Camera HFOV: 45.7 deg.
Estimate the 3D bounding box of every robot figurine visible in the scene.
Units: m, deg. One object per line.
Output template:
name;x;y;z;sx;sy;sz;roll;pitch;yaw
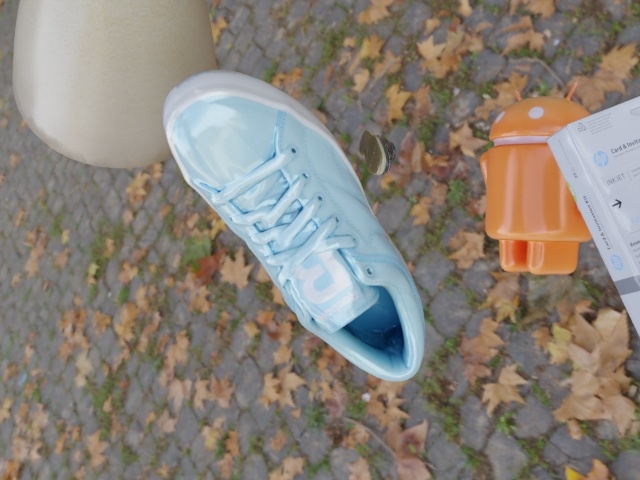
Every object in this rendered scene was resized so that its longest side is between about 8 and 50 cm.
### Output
robot figurine;0.257;-0.071;0.890;0.128;0.158;0.220;2;92;6

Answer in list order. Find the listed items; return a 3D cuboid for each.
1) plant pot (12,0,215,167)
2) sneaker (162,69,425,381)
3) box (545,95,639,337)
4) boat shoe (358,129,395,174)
plant pot;-0.233;-0.259;0.867;0.274;0.256;0.257;119;155;-63
sneaker;0.000;0.000;0.704;0.135;0.366;0.150;-38;33;11
box;0.287;-0.027;0.617;0.186;0.145;0.038;66;162;5
boat shoe;0.099;-0.145;1.241;0.152;0.049;0.056;-105;27;-63
